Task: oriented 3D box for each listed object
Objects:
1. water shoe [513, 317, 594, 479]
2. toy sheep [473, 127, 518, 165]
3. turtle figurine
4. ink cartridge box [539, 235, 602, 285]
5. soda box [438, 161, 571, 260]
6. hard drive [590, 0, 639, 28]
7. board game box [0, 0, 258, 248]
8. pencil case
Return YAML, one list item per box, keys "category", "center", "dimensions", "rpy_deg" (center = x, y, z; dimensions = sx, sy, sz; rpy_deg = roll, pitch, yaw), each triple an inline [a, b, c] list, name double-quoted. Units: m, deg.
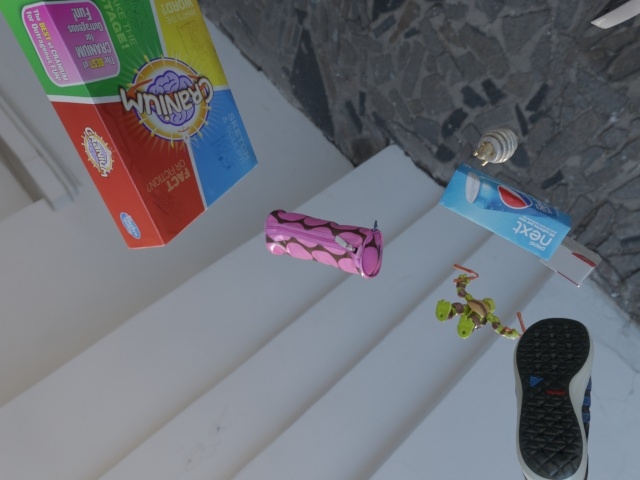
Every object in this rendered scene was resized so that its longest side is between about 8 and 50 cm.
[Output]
- category: "water shoe"
  center: [0.226, 0.161, 0.498]
  dimensions: [0.072, 0.203, 0.080]
  rpy_deg: [2, 125, 30]
- category: "toy sheep"
  center: [0.426, -0.228, 1.220]
  dimensions: [0.091, 0.132, 0.091]
  rpy_deg: [42, 150, 32]
- category: "turtle figurine"
  center: [0.392, 0.177, 1.325]
  dimensions: [0.270, 0.217, 0.087]
  rpy_deg: [53, 129, 28]
- category: "ink cartridge box"
  center: [0.716, 0.054, 1.447]
  dimensions: [0.127, 0.175, 0.072]
  rpy_deg: [39, 115, 25]
- category: "soda box"
  center: [0.321, -0.054, 0.888]
  dimensions: [0.210, 0.067, 0.071]
  rpy_deg: [30, 121, 12]
- category: "hard drive"
  center: [0.890, -0.684, 1.387]
  dimensions: [0.054, 0.172, 0.254]
  rpy_deg: [45, 169, -9]
- category: "board game box"
  center: [-0.211, -0.186, 0.635]
  dimensions: [0.064, 0.242, 0.317]
  rpy_deg: [-4, 120, 28]
- category: "pencil case"
  center: [0.000, 0.000, 0.848]
  dimensions: [0.209, 0.098, 0.095]
  rpy_deg: [11, 98, 30]
